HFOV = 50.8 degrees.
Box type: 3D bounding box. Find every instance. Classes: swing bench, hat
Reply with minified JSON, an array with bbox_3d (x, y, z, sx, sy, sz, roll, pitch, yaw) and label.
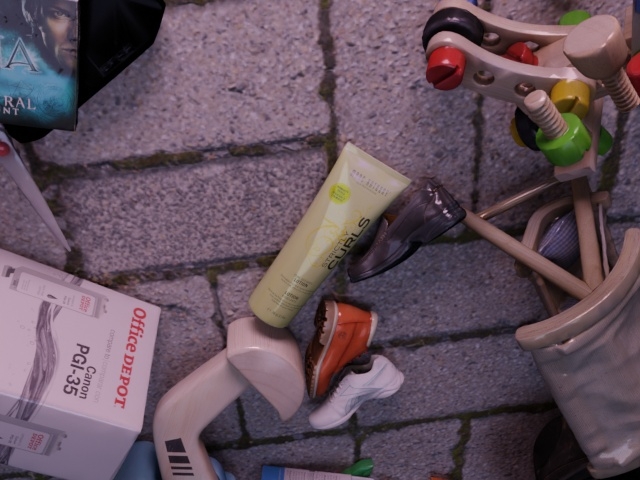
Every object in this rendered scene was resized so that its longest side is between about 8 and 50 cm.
[{"bbox_3d":[0.302,0.081,0.768,0.165,0.255,0.253,-28,123,12],"label":"swing bench"},{"bbox_3d":[0.410,0.340,1.030,0.331,0.134,0.331,-5,143,-4],"label":"hat"}]

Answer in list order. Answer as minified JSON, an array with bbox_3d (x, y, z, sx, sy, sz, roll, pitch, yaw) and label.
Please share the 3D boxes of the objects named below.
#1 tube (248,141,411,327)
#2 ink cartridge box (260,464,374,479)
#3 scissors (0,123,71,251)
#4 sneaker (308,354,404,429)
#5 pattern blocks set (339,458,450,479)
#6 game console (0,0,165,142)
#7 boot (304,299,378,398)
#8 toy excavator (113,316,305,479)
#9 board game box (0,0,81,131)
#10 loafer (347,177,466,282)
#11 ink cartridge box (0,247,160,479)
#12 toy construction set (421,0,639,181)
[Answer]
[{"bbox_3d":[0.000,0.000,0.800,0.240,0.062,0.070,-53,155,20],"label":"tube"},{"bbox_3d":[-0.009,0.420,1.056,0.180,0.060,0.104,7,115,-2],"label":"ink cartridge box"},{"bbox_3d":[-0.314,-0.110,0.659,0.109,0.021,0.297,-32,122,9],"label":"scissors"},{"bbox_3d":[0.040,0.211,0.954,0.152,0.054,0.061,-34,112,9],"label":"sneaker"},{"bbox_3d":[0.116,0.486,1.153,0.285,0.026,0.325,-29,119,14],"label":"pattern blocks set"},{"bbox_3d":[-0.326,-0.268,0.588,0.213,0.044,0.361,-35,120,16],"label":"game console"},{"bbox_3d":[0.026,0.153,0.907,0.084,0.059,0.158,7,122,-17],"label":"boot"},{"bbox_3d":[-0.205,0.348,0.937,0.432,0.222,0.445,-12,116,0],"label":"toy excavator"},{"bbox_3d":[-0.312,-0.169,0.596,0.186,0.026,0.126,4,122,-16],"label":"board game box"},{"bbox_3d":[0.093,-0.008,0.813,0.170,0.062,0.061,-37,82,25],"label":"loafer"},{"bbox_3d":[-0.337,0.128,0.755,0.283,0.207,0.117,23,120,-21],"label":"ink cartridge box"},{"bbox_3d":[0.258,-0.139,0.604,0.257,0.309,0.237,-32,127,24],"label":"toy construction set"}]
